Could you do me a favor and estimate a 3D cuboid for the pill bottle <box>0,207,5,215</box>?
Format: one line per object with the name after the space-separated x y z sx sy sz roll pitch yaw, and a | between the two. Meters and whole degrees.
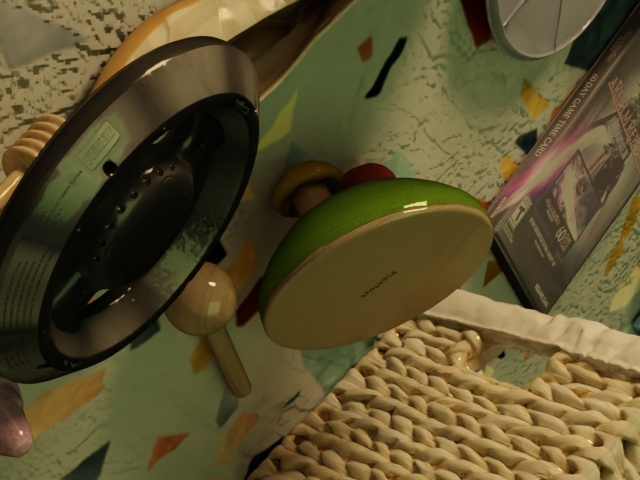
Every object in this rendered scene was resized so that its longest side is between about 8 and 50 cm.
-0.199 0.000 0.762 0.065 0.065 0.116 -54 144 -9 | pill bottle

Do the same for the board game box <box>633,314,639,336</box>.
0.466 0.096 1.704 0.160 0.039 0.211 -52 144 -11 | board game box

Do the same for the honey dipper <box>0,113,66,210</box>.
-0.176 -0.012 0.701 0.160 0.030 0.030 -58 154 -46 | honey dipper

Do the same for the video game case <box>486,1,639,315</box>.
0.265 -0.073 1.337 0.274 0.026 0.196 -52 145 -10 | video game case

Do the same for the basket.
0.168 0.253 1.119 0.266 0.328 0.331 -41 118 -22 | basket

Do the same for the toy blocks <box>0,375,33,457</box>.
-0.223 0.245 0.738 0.288 0.260 0.309 -22 131 -42 | toy blocks

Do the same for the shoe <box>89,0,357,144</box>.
-0.058 -0.120 0.858 0.219 0.058 0.076 -42 142 -25 | shoe

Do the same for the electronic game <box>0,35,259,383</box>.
-0.111 -0.015 0.778 0.229 0.048 0.229 -49 163 -21 | electronic game

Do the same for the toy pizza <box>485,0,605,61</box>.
0.192 -0.245 1.111 0.201 0.032 0.201 -30 135 -36 | toy pizza

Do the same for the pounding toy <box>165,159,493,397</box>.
0.000 0.000 1.009 0.237 0.110 0.183 -26 153 1 | pounding toy
